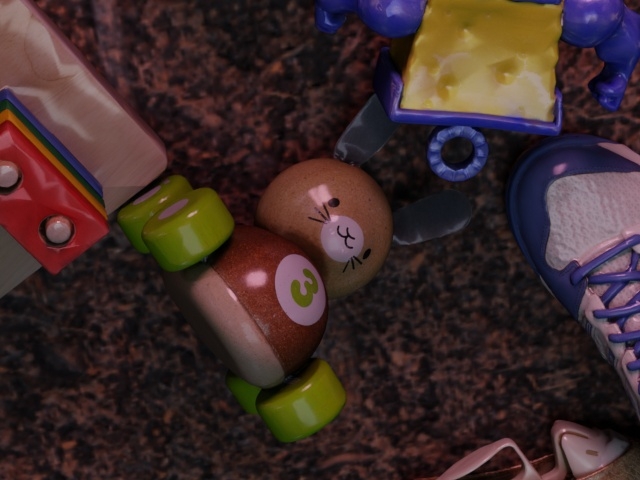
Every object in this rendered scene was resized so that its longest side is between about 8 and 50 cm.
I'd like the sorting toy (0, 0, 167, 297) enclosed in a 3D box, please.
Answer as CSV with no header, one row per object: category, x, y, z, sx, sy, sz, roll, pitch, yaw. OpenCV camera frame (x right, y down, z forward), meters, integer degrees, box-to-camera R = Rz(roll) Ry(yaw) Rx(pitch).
sorting toy,-0.262,-0.044,1.050,0.257,0.089,0.255,-37,118,9

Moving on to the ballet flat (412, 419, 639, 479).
ballet flat,0.155,0.165,1.262,0.206,0.073,0.067,-19,106,-5

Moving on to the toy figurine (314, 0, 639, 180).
toy figurine,0.072,-0.121,1.029,0.363,0.191,0.217,3,122,-12

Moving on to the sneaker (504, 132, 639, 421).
sneaker,0.229,0.059,1.165,0.112,0.131,0.296,-36,105,11

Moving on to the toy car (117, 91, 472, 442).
toy car,0.000,0.000,1.108,0.188,0.149,0.155,-35,106,-10
